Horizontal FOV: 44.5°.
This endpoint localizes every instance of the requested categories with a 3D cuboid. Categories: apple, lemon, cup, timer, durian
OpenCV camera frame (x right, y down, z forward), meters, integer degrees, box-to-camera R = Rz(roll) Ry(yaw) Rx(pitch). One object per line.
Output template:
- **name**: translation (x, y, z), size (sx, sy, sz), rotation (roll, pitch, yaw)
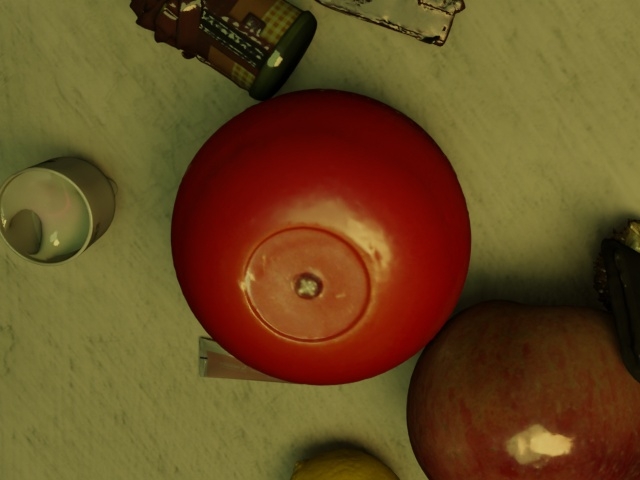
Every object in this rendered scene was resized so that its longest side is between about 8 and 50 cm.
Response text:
- **apple**: translation (0.275, 0.200, 1.000), size (0.345, 0.345, 0.269), rotation (-10, 63, 9)
- **lemon**: translation (0.038, 0.399, 1.161), size (0.203, 0.178, 0.178), rotation (43, 107, 6)
- **cup**: translation (-0.369, -0.037, 1.092), size (0.173, 0.142, 0.134), rotation (-42, 99, 16)
- **timer**: translation (0.000, 0.000, 0.993), size (0.378, 0.279, 0.378), rotation (2, 110, 6)
- **durian**: translation (0.422, 0.066, 1.050), size (0.091, 0.148, 0.188), rotation (-25, 79, 52)

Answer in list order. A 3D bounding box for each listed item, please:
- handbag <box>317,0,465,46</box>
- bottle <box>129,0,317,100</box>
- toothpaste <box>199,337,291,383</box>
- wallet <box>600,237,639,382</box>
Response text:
- **handbag**: translation (0.100, -0.369, 0.977), size (0.216, 0.074, 0.203), rotation (18, 108, -1)
- **bottle**: translation (-0.142, -0.305, 0.988), size (0.271, 0.143, 0.156), rotation (34, 73, -3)
- **toothpaste**: translation (-0.091, 0.189, 1.184), size (0.195, 0.043, 0.067), rotation (6, 110, 11)
- **wallet**: translation (0.481, 0.139, 0.963), size (0.378, 0.197, 0.051), rotation (25, 137, -26)
